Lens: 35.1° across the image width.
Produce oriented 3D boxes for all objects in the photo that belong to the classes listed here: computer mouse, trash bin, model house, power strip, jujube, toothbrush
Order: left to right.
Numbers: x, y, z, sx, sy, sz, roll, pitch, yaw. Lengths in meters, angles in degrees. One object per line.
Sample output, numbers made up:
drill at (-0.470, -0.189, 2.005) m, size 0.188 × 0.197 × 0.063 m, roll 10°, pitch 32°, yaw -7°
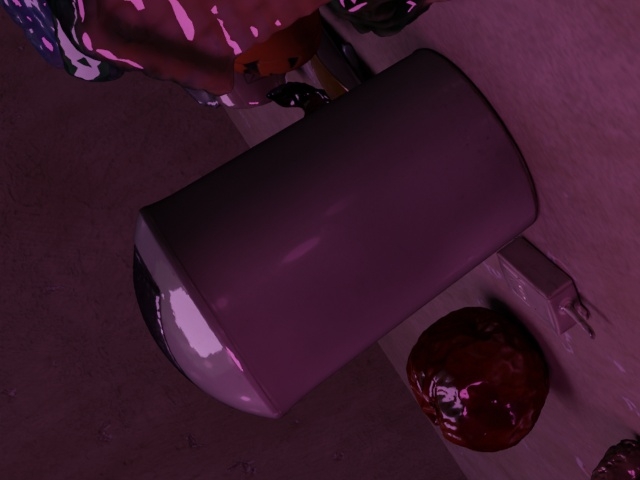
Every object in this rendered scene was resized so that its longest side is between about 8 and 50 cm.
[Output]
model house at (-0.164, -0.314, 0.957) m, size 0.445 × 0.400 × 0.395 m, roll 49°, pitch 168°, yaw 44°
computer mouse at (-0.193, -0.386, 1.877) m, size 0.389 × 0.199 × 0.115 m, roll 51°, pitch 153°, yaw 31°
trash bin at (0.000, 0.000, 1.147) m, size 0.280 × 0.432 × 0.280 m, roll 56°, pitch 174°, yaw 8°
computer mouse at (0.018, -0.241, 1.457) m, size 0.199 × 0.044 × 0.102 m, roll 60°, pitch 178°, yaw 31°
toothbrush at (0.080, -0.191, 1.465) m, size 0.220 × 0.016 × 0.019 m, roll 59°, pitch 173°, yaw -30°
jujube at (0.243, 0.212, 1.544) m, size 0.213 × 0.213 × 0.232 m, roll 57°, pitch 179°, yaw -16°
power strip at (0.273, 0.065, 1.202) m, size 0.175 × 0.042 × 0.075 m, roll 48°, pitch 169°, yaw 50°

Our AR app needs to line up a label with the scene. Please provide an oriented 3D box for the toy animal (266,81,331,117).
toy animal at (0.019, -0.207, 1.644) m, size 0.218 × 0.116 × 0.179 m, roll 30°, pitch -152°, yaw -10°

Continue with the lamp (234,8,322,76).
lamp at (-0.067, -0.312, 1.327) m, size 0.187 × 0.163 × 0.188 m, roll -12°, pitch -90°, yaw -87°

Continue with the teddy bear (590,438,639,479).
teddy bear at (0.425, 0.376, 1.294) m, size 0.190 × 0.140 × 0.177 m, roll 38°, pitch 160°, yaw 45°
